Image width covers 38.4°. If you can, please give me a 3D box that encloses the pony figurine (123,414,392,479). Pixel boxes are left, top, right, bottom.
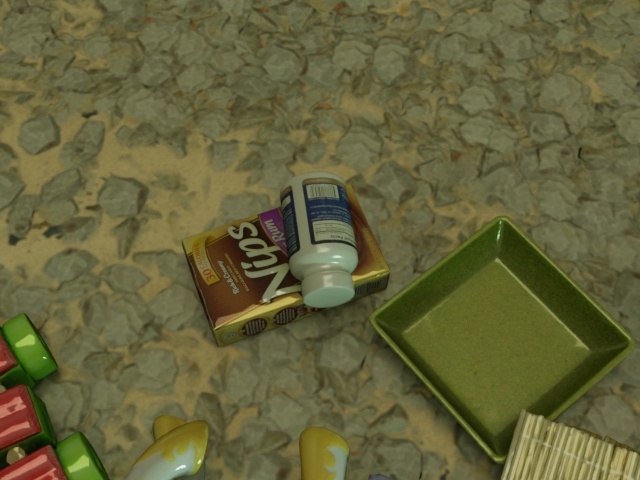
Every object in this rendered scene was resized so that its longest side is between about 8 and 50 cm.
[{"bbox_3d":[-0.046,0.314,0.670,0.350,0.303,0.363,26,40,-2],"label":"pony figurine"}]

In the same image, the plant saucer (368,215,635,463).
[{"bbox_3d":[0.175,0.097,0.904,0.188,0.045,0.188,-36,68,-17],"label":"plant saucer"}]

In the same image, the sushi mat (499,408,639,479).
[{"bbox_3d":[0.199,0.314,0.779,0.151,0.019,0.317,18,73,9],"label":"sushi mat"}]

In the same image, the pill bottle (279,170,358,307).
[{"bbox_3d":[0.000,0.000,0.882,0.067,0.067,0.120,-7,64,-4],"label":"pill bottle"}]

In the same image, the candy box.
[{"bbox_3d":[-0.035,0.025,0.937,0.186,0.053,0.109,-20,65,-9],"label":"candy box"}]

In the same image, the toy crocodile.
[{"bbox_3d":[-0.283,0.163,0.834,0.115,0.105,0.341,-28,66,-14],"label":"toy crocodile"}]
